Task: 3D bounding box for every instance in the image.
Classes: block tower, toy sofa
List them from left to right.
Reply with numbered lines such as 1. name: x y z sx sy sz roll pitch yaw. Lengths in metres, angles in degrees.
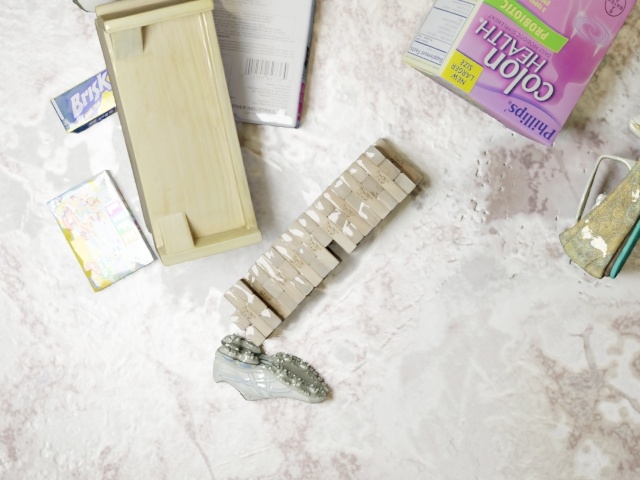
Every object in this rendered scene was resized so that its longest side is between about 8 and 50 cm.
1. toy sofa: -0.198 -0.162 1.711 0.150 0.177 0.363 -15 109 -10
2. block tower: 0.000 0.000 1.763 0.091 0.097 0.335 44 94 1

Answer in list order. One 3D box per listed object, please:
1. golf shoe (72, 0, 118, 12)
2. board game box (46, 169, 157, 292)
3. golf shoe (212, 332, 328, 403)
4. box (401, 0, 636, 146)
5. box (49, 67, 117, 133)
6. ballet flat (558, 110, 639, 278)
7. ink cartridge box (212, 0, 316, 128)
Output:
1. golf shoe: -0.242 -0.395 1.729 0.273 0.105 0.120 -37 79 25
2. board game box: -0.325 -0.014 1.824 0.103 0.026 0.154 -29 90 5
3. golf shoe: -0.076 0.206 1.805 0.176 0.069 0.086 26 119 3
4. box: 0.272 -0.289 1.668 0.213 0.117 0.243 28 96 -29
5. box: -0.307 -0.220 1.800 0.169 0.054 0.059 -29 90 6
6. ballet flat: 0.455 -0.110 1.713 0.123 0.123 0.348 34 95 3
7. ink cartridge box: -0.103 -0.326 1.772 0.185 0.065 0.311 8 96 7
